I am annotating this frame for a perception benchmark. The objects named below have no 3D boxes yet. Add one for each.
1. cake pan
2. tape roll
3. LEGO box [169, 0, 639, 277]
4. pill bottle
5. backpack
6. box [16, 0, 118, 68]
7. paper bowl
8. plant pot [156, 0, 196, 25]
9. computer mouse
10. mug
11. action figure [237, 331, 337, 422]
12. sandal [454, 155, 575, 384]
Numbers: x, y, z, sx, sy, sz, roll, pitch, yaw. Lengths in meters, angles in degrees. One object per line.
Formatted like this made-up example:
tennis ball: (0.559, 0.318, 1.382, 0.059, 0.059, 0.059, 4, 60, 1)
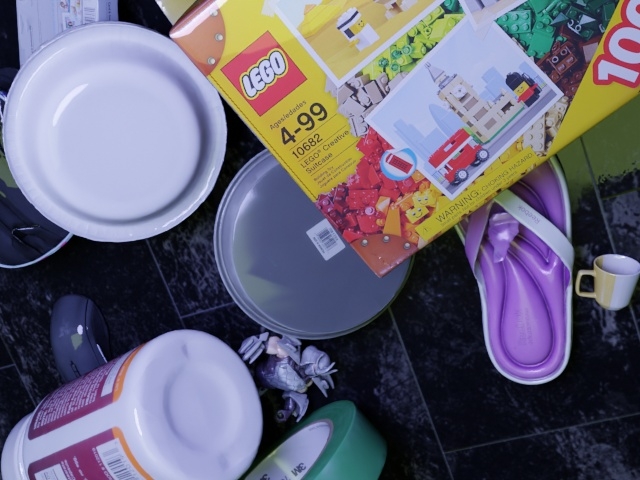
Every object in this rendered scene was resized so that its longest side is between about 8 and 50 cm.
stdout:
cake pan: (0.000, 0.000, 1.166, 0.293, 0.054, 0.293, -1, 97, -10)
tape roll: (-0.047, 0.372, 1.223, 0.321, 0.321, 0.077, -40, 96, 22)
LEGO box: (0.148, -0.263, 0.951, 0.500, 0.193, 0.372, -37, 110, 12)
pill bottle: (-0.289, 0.290, 1.227, 0.392, 0.224, 0.224, -27, 101, 38)
backpack: (-0.453, -0.097, 1.227, 0.225, 0.191, 0.253, -33, 102, 18)
box: (-0.359, -0.296, 1.182, 0.186, 0.038, 0.145, 16, 113, 33)
paper bowl: (-0.263, -0.138, 1.088, 0.285, 0.148, 0.284, -5, 108, -15)
plant pot: (-0.170, -0.335, 1.125, 0.095, 0.134, 0.134, -34, 98, 2)
computer mouse: (-0.356, 0.218, 1.383, 0.184, 0.060, 0.261, 0, 109, 14)
mug: (0.399, 0.059, 1.159, 0.078, 0.062, 0.064, 16, 122, 29)
action figure: (-0.101, 0.214, 1.296, 0.285, 0.099, 0.185, -14, 123, 26)
sandal: (0.270, 0.015, 1.145, 0.170, 0.102, 0.416, -14, 104, 17)
